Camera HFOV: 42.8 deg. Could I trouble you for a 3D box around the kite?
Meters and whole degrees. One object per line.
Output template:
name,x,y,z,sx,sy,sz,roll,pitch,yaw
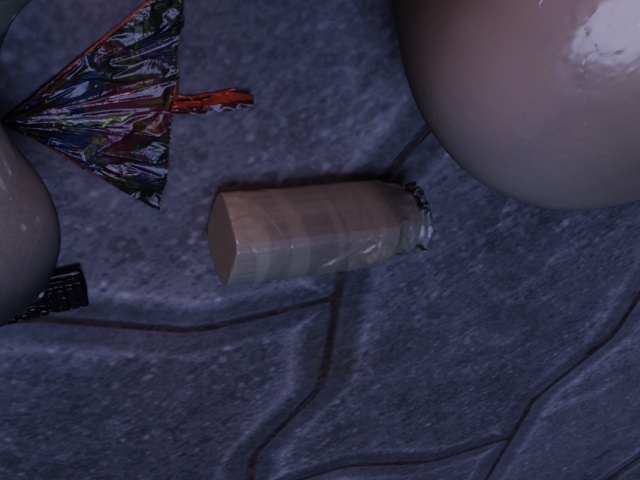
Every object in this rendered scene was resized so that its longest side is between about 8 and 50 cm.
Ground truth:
kite,-0.138,-0.101,0.610,0.189,0.009,0.232,-8,142,-20

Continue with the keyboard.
keyboard,-0.305,0.064,0.721,0.195,0.018,0.060,-13,146,-14

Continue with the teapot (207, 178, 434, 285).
teapot,0.000,0.000,0.761,0.200,0.077,0.107,-6,144,-23

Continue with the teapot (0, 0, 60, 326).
teapot,-0.234,-0.068,0.477,0.183,0.183,0.251,1,125,-31

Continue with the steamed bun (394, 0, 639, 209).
steamed bun,0.213,-0.159,0.569,0.324,0.206,0.324,-15,145,-11
